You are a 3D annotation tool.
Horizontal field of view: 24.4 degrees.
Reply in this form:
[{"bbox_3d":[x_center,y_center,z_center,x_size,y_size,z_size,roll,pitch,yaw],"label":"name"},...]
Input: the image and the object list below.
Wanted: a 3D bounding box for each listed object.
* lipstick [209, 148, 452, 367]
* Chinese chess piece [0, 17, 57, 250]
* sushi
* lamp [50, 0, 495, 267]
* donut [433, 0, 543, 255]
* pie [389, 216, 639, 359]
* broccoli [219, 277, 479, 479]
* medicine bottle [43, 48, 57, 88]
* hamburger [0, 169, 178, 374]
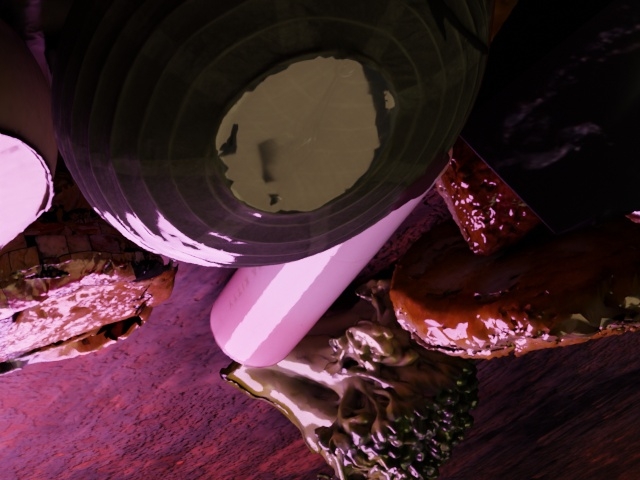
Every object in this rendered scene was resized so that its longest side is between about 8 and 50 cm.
[{"bbox_3d":[0.000,0.000,1.257,0.087,0.087,0.327,-5,152,-29],"label":"lipstick"},{"bbox_3d":[-0.287,-0.055,0.917,0.249,0.103,0.250,-15,156,-7],"label":"Chinese chess piece"},{"bbox_3d":[0.244,-0.120,0.938,0.215,0.212,0.227,-39,-166,36],"label":"sushi"},{"bbox_3d":[-0.027,-0.107,0.860,0.265,0.233,0.233,-47,148,15],"label":"lamp"},{"bbox_3d":[0.172,-0.087,1.171,0.151,0.112,0.295,-14,156,-4],"label":"donut"},{"bbox_3d":[0.192,0.024,1.294,0.308,0.085,0.308,-21,-162,7],"label":"pie"},{"bbox_3d":[0.037,0.126,1.479,0.245,0.248,0.288,26,155,-8],"label":"broccoli"},{"bbox_3d":[-0.133,-0.106,0.973,0.089,0.057,0.057,-13,155,-11],"label":"medicine bottle"},{"bbox_3d":[-0.222,0.029,1.141,0.231,0.107,0.231,-19,159,-8],"label":"hamburger"}]
